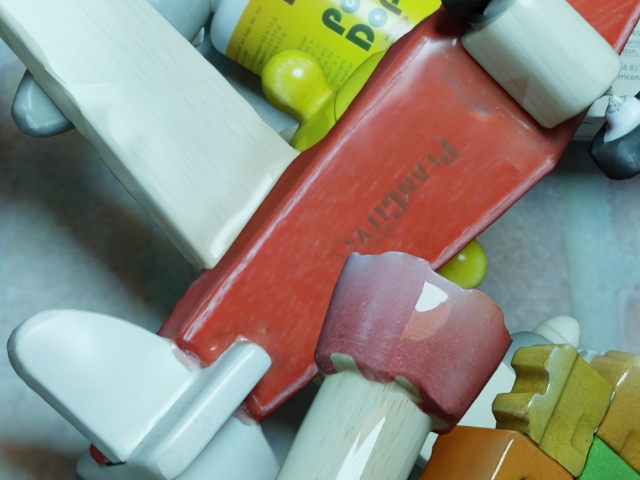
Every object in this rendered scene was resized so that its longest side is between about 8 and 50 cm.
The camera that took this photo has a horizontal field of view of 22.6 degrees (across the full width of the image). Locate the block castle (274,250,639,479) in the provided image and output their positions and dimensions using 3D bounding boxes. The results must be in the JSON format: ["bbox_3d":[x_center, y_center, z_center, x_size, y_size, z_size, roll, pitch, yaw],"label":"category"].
[{"bbox_3d":[0.210,0.170,0.738,0.453,0.303,0.213,41,65,-32],"label":"block castle"}]

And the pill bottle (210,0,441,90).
[{"bbox_3d":[0.009,-0.146,1.061,0.215,0.117,0.117,31,54,0],"label":"pill bottle"}]

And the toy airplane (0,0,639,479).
[{"bbox_3d":[0.000,0.000,0.915,0.384,0.272,0.386,-2,97,-10],"label":"toy airplane"}]

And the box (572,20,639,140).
[{"bbox_3d":[0.202,-0.188,1.087,0.127,0.148,0.232,1,89,-20],"label":"box"}]
